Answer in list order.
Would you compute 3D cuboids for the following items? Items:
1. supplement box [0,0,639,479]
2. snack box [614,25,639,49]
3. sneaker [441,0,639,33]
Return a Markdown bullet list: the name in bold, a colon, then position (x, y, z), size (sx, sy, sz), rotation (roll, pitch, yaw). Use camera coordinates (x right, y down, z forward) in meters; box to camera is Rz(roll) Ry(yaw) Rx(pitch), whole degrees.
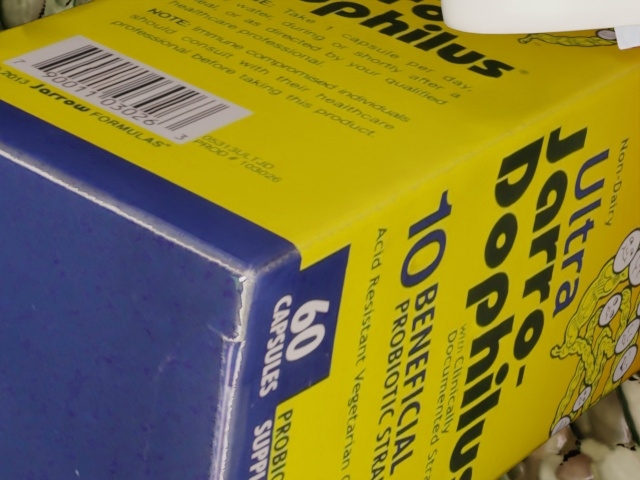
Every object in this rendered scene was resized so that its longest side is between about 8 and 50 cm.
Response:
- **supplement box**: position (0.000, 0.000, 0.834), size (0.195, 0.356, 0.194), rotation (26, 124, 29)
- **snack box**: position (0.147, -0.162, 0.816), size (0.037, 0.100, 0.141), rotation (-5, 105, 39)
- **sneaker**: position (0.174, -0.173, 0.692), size (0.292, 0.108, 0.169), rotation (-4, 107, 17)
